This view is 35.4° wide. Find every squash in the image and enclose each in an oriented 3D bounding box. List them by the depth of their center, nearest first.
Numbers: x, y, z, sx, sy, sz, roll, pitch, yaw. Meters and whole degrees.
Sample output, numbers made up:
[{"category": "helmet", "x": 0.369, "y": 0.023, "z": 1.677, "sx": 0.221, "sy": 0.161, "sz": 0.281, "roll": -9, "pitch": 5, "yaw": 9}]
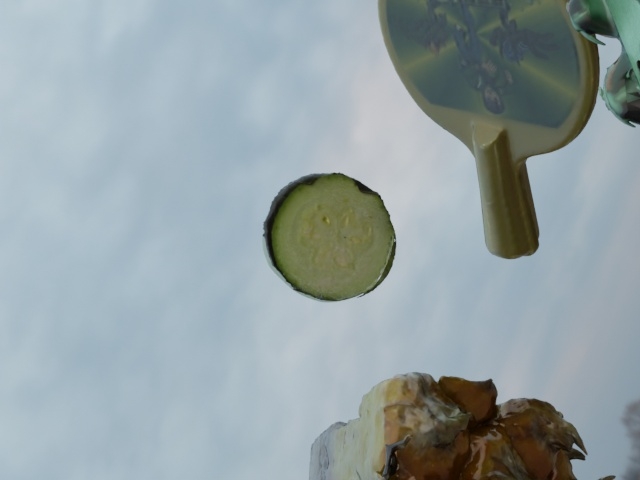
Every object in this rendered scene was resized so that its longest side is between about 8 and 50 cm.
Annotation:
[{"category": "squash", "x": 0.006, "y": 0.007, "z": 1.638, "sx": 0.220, "sy": 0.220, "sz": 0.133, "roll": -59, "pitch": 2, "yaw": -22}]

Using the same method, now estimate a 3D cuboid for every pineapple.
[{"category": "pineapple", "x": 0.075, "y": 0.152, "z": 0.614, "sx": 0.236, "sy": 0.186, "sz": 0.115, "roll": 42, "pitch": -137, "yaw": -39}]

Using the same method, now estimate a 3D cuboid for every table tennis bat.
[{"category": "table tennis bat", "x": 0.141, "y": -0.113, "z": 0.816, "sx": 0.050, "sy": 0.198, "sz": 0.321, "roll": -42, "pitch": -45, "yaw": -29}]

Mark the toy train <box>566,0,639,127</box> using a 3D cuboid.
[{"category": "toy train", "x": 0.176, "y": -0.133, "z": 0.465, "sx": 0.074, "sy": 0.118, "sz": 0.176, "roll": 74, "pitch": 176, "yaw": -80}]
